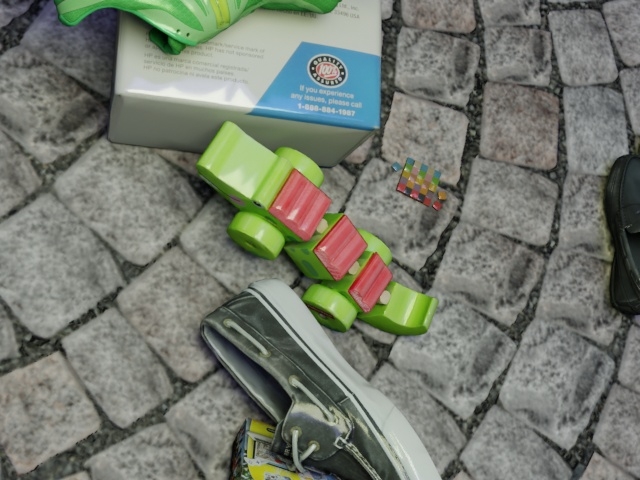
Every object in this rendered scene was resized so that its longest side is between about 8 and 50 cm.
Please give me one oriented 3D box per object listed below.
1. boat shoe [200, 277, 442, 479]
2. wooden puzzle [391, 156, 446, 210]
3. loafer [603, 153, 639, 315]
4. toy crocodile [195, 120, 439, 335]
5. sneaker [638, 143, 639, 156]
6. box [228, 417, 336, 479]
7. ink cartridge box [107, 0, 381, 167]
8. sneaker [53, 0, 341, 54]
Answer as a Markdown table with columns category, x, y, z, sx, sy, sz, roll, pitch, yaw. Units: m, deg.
| category | x | y | z | sx | sy | sz | roll | pitch | yaw |
| --- | --- | --- | --- | --- | --- | --- | --- | --- | --- |
| boat shoe | -0.007 | 0.191 | 0.887 | 0.119 | 0.121 | 0.335 | -29 | 62 | -29 |
| wooden puzzle | 0.127 | -0.075 | 1.081 | 0.083 | 0.006 | 0.049 | 25 | 71 | -11 |
| loafer | 0.429 | -0.012 | 1.125 | 0.076 | 0.078 | 0.223 | 8 | 75 | -16 |
| toy crocodile | 0.000 | 0.000 | 0.945 | 0.340 | 0.105 | 0.115 | 46 | 67 | -25 |
| sneaker | 0.555 | -0.055 | 1.150 | 0.262 | 0.125 | 0.104 | 45 | 69 | -3 |
| box | 0.015 | 0.290 | 0.889 | 0.233 | 0.044 | 0.159 | 22 | 27 | -12 |
| ink cartridge box | -0.086 | -0.307 | 0.981 | 0.285 | 0.166 | 0.395 | 6 | 77 | -17 |
| sneaker | -0.121 | -0.245 | 0.827 | 0.295 | 0.109 | 0.124 | -1 | 108 | -22 |
